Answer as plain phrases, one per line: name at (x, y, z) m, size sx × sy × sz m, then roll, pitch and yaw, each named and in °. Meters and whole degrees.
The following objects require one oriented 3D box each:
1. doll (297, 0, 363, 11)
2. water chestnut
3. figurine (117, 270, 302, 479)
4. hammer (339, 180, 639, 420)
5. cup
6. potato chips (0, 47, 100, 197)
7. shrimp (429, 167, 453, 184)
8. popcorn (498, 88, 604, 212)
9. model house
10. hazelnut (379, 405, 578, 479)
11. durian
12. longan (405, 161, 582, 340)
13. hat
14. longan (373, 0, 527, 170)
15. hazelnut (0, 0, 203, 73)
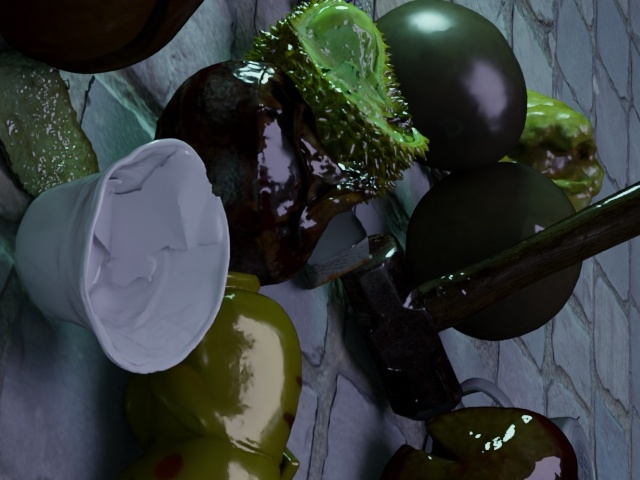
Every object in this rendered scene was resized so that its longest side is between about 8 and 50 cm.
doll at (0.011, -0.305, 1.993) m, size 0.110 × 0.067 × 0.206 m, roll 29°, pitch 43°, yaw -43°
water chestnut at (-0.062, -0.065, 1.552) m, size 0.223 × 0.238 × 0.224 m, roll -6°, pitch 90°, yaw -76°
figurine at (-0.103, 0.199, 1.449) m, size 0.169 × 0.218 × 0.327 m, roll 16°, pitch 68°, yaw -19°
hammer at (0.233, 0.042, 1.975) m, size 0.242 × 0.409 × 0.095 m, roll 64°, pitch -1°, yaw -25°
cup at (0.251, 0.307, 2.123) m, size 0.167 × 0.202 × 0.221 m, roll -80°, pitch 150°, yaw -41°
potato chips at (-0.248, -0.101, 1.399) m, size 0.209 × 0.026 × 0.142 m, roll 25°, pitch 63°, yaw -59°
shrimp at (0.166, -0.176, 2.302) m, size 0.219 × 0.046 × 0.152 m, roll 64°, pitch 32°, yaw -31°
popcorn at (0.313, -0.097, 2.385) m, size 0.242 × 0.235 × 0.250 m, roll -81°, pitch 168°, yaw -72°
model house at (0.000, 0.000, 1.847) m, size 0.101 × 0.088 × 0.100 m, roll 56°, pitch -11°, yaw 24°
hazelnut at (0.201, 0.315, 1.944) m, size 0.217 × 0.251 × 0.217 m, roll 62°, pitch -1°, yaw 1°
durian at (0.012, -0.147, 1.771) m, size 0.200 × 0.176 × 0.237 m, roll -9°, pitch 56°, yaw -35°
longan at (0.235, 0.017, 2.142) m, size 0.258 × 0.258 × 0.258 m, roll 35°, pitch 51°, yaw -58°
hat at (-0.183, 0.012, 1.355) m, size 0.203 × 0.126 × 0.203 m, roll -3°, pitch 93°, yaw -57°
longan at (0.158, -0.199, 2.068) m, size 0.248 × 0.248 × 0.248 m, roll 35°, pitch 51°, yaw -58°
hazelnut at (-0.190, -0.260, 1.355) m, size 0.234 × 0.218 × 0.218 m, roll -76°, pitch 147°, yaw -51°
